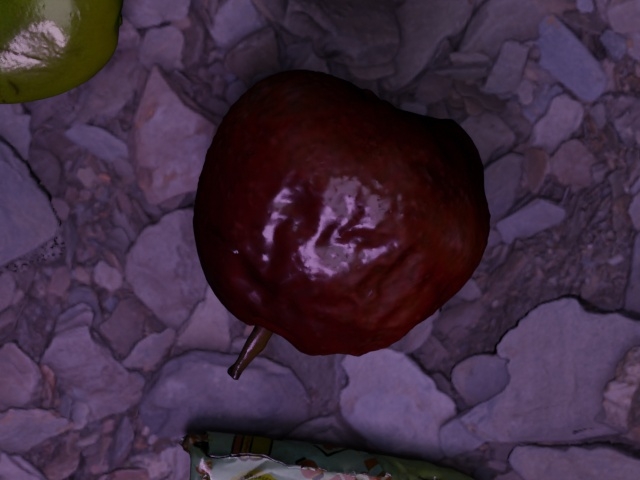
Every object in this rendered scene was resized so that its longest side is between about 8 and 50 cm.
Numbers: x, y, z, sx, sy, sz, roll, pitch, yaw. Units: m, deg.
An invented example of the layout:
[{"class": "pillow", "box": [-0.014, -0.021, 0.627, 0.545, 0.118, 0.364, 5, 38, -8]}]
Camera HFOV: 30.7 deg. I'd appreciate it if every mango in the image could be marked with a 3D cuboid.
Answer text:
[{"class": "mango", "box": [-0.229, -0.166, 0.909, 0.163, 0.089, 0.117, -30, 113, 15]}]

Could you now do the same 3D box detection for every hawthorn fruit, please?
[{"class": "hawthorn fruit", "box": [0.000, 0.000, 0.916, 0.230, 0.210, 0.266, 21, 116, -23]}]

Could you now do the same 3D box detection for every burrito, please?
[{"class": "burrito", "box": [0.011, 0.235, 1.043, 0.288, 0.054, 0.104, 9, 103, -8]}]
